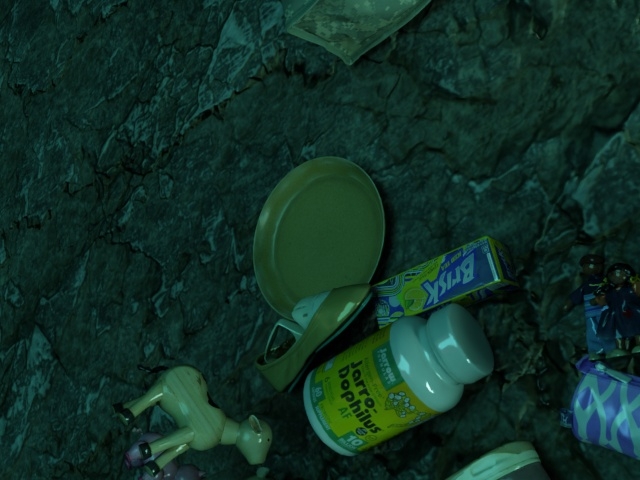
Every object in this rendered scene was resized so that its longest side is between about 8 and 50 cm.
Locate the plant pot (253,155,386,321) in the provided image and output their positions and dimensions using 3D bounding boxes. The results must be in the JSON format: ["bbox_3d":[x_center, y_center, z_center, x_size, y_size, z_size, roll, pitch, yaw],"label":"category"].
[{"bbox_3d":[0.000,0.000,0.997,0.236,0.032,0.236,-12,70,37],"label":"plant pot"}]

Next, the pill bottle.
[{"bbox_3d":[0.090,0.159,0.823,0.208,0.118,0.117,-35,59,28],"label":"pill bottle"}]

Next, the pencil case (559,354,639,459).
[{"bbox_3d":[0.331,0.163,0.639,0.206,0.086,0.088,9,111,40],"label":"pencil case"}]

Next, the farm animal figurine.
[{"bbox_3d":[-0.098,0.327,0.876,0.327,0.172,0.330,23,130,50],"label":"farm animal figurine"}]

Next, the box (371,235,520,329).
[{"bbox_3d":[0.145,0.056,0.846,0.169,0.054,0.059,-27,63,32],"label":"box"}]

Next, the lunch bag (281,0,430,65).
[{"bbox_3d":[0.077,-0.425,0.953,0.287,0.169,0.235,-31,60,35],"label":"lunch bag"}]

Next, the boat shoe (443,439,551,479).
[{"bbox_3d":[0.132,0.326,0.759,0.285,0.103,0.092,-43,50,16],"label":"boat shoe"}]

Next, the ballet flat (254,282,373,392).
[{"bbox_3d":[-0.020,0.118,0.914,0.073,0.080,0.232,38,126,2],"label":"ballet flat"}]

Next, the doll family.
[{"bbox_3d":[0.317,0.053,0.691,0.193,0.076,0.111,-17,73,39],"label":"doll family"}]
